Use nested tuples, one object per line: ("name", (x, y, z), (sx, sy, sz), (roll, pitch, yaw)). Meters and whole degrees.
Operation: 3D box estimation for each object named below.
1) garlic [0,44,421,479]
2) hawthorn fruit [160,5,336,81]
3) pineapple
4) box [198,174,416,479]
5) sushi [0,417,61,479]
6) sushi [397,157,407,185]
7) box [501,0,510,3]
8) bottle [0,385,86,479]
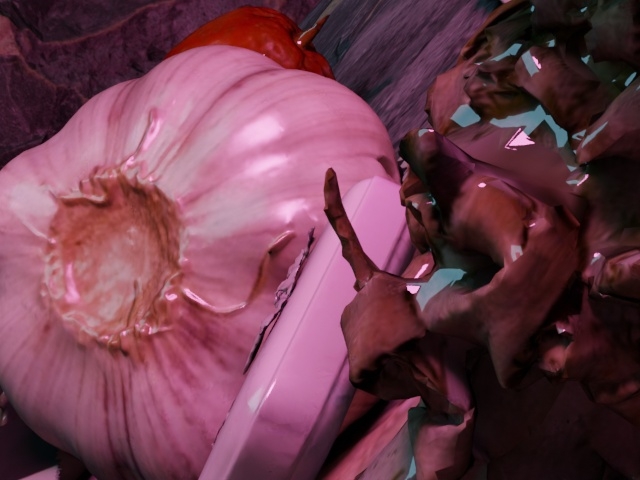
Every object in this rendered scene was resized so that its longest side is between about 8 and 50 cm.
("garlic", (-0.038, 0.019, 0.799), (0.245, 0.245, 0.253), (-46, -25, 19))
("hawthorn fruit", (-0.061, -0.153, 1.492), (0.200, 0.179, 0.179), (-38, 13, 16))
("pineapple", (0.088, -0.028, 0.382), (0.262, 0.262, 0.272), (-77, 6, -69))
("box", (-0.038, 0.112, 0.555), (0.142, 0.044, 0.285), (-65, -1, -51))
("sushi", (-0.273, 0.246, 0.705), (0.373, 0.100, 0.296), (-23, 20, -5))
("sushi", (0.000, 0.000, 0.987), (0.215, 0.050, 0.192), (-51, 10, -7))
("box", (0.149, -0.263, 0.874), (0.086, 0.129, 0.225), (-18, -35, -49))
("bottle", (-0.180, 0.054, 1.268), (0.347, 0.168, 0.168), (-55, 11, -8))
